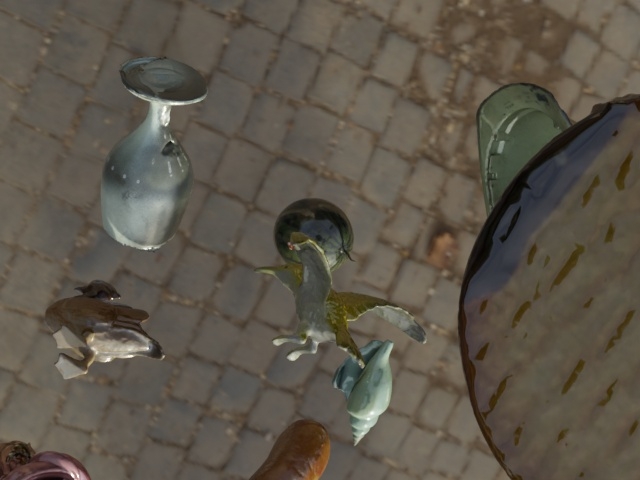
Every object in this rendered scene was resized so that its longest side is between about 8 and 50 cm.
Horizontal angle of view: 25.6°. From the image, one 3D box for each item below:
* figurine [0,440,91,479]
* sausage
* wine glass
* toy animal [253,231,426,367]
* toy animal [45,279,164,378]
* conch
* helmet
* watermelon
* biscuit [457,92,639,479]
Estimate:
[{"bbox_3d":[-0.329,0.273,1.556,0.126,0.157,0.114,-55,155,0],"label":"figurine"},{"bbox_3d":[-0.091,0.351,1.852,0.302,0.103,0.076,-42,117,-21],"label":"sausage"},{"bbox_3d":[-0.223,-0.113,1.859,0.126,0.126,0.241,-8,131,-31],"label":"wine glass"},{"bbox_3d":[-0.015,0.064,1.351,0.219,0.155,0.095,44,58,-49],"label":"toy animal"},{"bbox_3d":[-0.285,0.116,1.927,0.179,0.188,0.089,-59,159,-57],"label":"toy animal"},{"bbox_3d":[0.067,0.223,2.099,0.065,0.088,0.180,2,109,-42],"label":"conch"},{"bbox_3d":[0.327,-0.092,1.922,0.137,0.204,0.257,-10,94,-36],"label":"helmet"},{"bbox_3d":[0.000,0.000,1.895,0.105,0.133,0.105,-34,138,-36],"label":"watermelon"},{"bbox_3d":[0.244,0.055,0.884,0.317,0.318,0.040,-68,162,3],"label":"biscuit"}]
